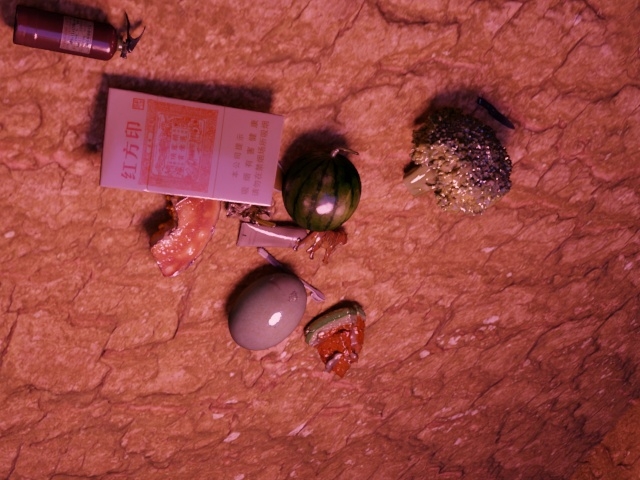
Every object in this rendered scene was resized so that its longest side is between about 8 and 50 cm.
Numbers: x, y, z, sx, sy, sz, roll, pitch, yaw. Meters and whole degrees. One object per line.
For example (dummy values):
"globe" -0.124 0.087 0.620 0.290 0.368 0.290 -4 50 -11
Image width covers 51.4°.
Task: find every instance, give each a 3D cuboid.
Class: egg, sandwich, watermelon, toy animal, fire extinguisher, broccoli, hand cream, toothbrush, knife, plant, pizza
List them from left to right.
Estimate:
"fire extinguisher" -0.445 -0.393 1.241 0.231 0.071 0.099 3 95 -27
"pizza" -0.314 -0.047 1.538 0.161 0.085 0.305 4 121 -46
"knife" -0.160 -0.210 1.526 0.061 0.027 0.343 -40 130 2
"plant" -0.158 -0.061 1.580 0.117 0.122 0.104 -22 142 -17
"egg" -0.137 0.184 1.732 0.169 0.169 0.236 34 102 -38
"hand cream" -0.114 -0.011 1.680 0.186 0.054 0.087 2 136 -18
"toothbrush" -0.078 0.095 1.791 0.026 0.024 0.288 -32 133 19
"toy animal" 0.000 0.000 1.681 0.099 0.057 0.241 -57 156 5
"watermelon" 0.004 -0.127 1.556 0.188 0.188 0.214 -2 124 -23
"sandwich" 0.058 0.285 1.906 0.185 0.159 0.109 -39 150 16
"broccoli" 0.342 -0.186 1.646 0.260 0.235 0.288 -31 94 -2
"knife" 0.458 -0.326 1.727 0.170 0.010 0.023 25 111 -37

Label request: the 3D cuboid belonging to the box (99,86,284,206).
"box" -0.269 -0.194 1.407 0.366 0.051 0.204 6 101 -19
